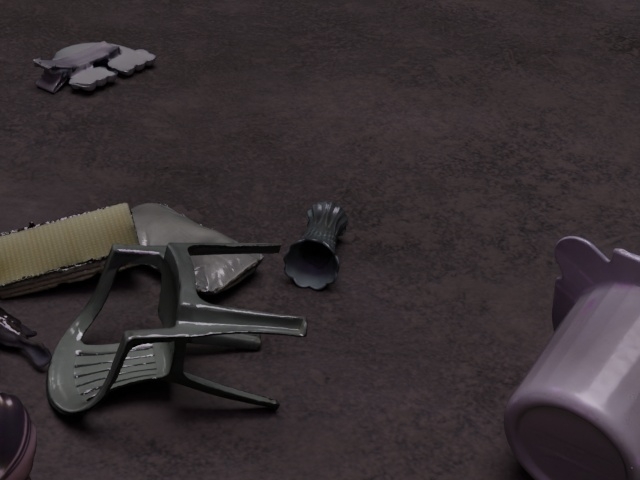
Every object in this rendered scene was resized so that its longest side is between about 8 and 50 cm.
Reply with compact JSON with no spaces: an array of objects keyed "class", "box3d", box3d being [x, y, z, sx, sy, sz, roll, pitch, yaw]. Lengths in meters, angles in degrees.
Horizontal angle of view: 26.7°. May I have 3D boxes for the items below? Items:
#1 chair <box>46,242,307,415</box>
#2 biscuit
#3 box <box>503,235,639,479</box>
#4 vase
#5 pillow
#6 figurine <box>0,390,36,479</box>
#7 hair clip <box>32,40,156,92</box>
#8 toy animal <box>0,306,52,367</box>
[{"class":"chair","box3d":[-0.180,0.113,1.625,0.274,0.191,0.203,6,31,-15]},{"class":"biscuit","box3d":[-0.345,0.013,1.822,0.199,0.041,0.121,-14,41,-9]},{"class":"box","box3d":[0.325,0.164,1.548,0.262,0.291,0.206,-20,20,51]},{"class":"vase","box3d":[0.000,0.000,1.910,0.081,0.081,0.149,11,29,6]},{"class":"pillow","box3d":[-0.196,0.007,1.882,0.229,0.051,0.128,27,35,31]},{"class":"figurine","box3d":[-0.436,0.197,1.407,0.361,0.211,0.253,32,-5,44]},{"class":"hair clip","box3d":[-0.404,-0.312,2.338,0.140,0.054,0.220,21,32,28]},{"class":"toy animal","box3d":[-0.424,0.105,1.693,0.105,0.070,0.202,-7,27,-37]}]
